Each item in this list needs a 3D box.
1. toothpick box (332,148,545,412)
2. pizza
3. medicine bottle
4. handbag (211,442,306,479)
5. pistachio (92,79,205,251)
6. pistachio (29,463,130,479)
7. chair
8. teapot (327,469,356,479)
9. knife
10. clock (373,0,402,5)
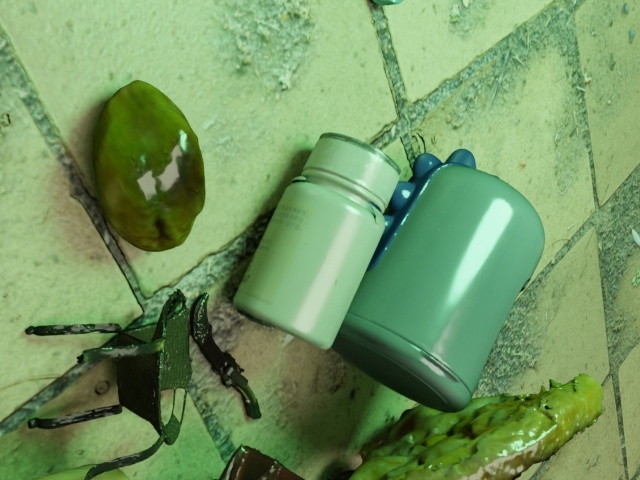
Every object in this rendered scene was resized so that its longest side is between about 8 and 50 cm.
[{"bbox_3d":[0.174,0.037,0.998,0.355,0.263,0.263,-57,132,-17],"label":"toothpick box"},{"bbox_3d":[0.197,0.281,0.938,0.080,0.391,0.435,66,23,2],"label":"pizza"},{"bbox_3d":[0.000,0.000,0.882,0.143,0.143,0.258,31,81,-43],"label":"medicine bottle"},{"bbox_3d":[-0.116,0.398,0.862,0.260,0.084,0.276,-53,157,-17],"label":"handbag"},{"bbox_3d":[-0.185,-0.072,0.720,0.110,0.100,0.190,-16,114,-44],"label":"pistachio"},{"bbox_3d":[-0.293,0.364,0.664,0.309,0.230,0.230,-47,130,-2],"label":"pistachio"},{"bbox_3d":[-0.198,0.148,0.744,0.213,0.149,0.174,-9,103,-46],"label":"chair"},{"bbox_3d":[0.071,0.429,1.083,0.165,0.119,0.131,-28,120,-35],"label":"teapot"},{"bbox_3d":[-0.124,0.168,0.898,0.045,0.021,0.222,-40,125,-32],"label":"knife"},{"bbox_3d":[0.083,-0.402,0.914,0.147,0.045,0.108,45,70,-40],"label":"clock"}]
